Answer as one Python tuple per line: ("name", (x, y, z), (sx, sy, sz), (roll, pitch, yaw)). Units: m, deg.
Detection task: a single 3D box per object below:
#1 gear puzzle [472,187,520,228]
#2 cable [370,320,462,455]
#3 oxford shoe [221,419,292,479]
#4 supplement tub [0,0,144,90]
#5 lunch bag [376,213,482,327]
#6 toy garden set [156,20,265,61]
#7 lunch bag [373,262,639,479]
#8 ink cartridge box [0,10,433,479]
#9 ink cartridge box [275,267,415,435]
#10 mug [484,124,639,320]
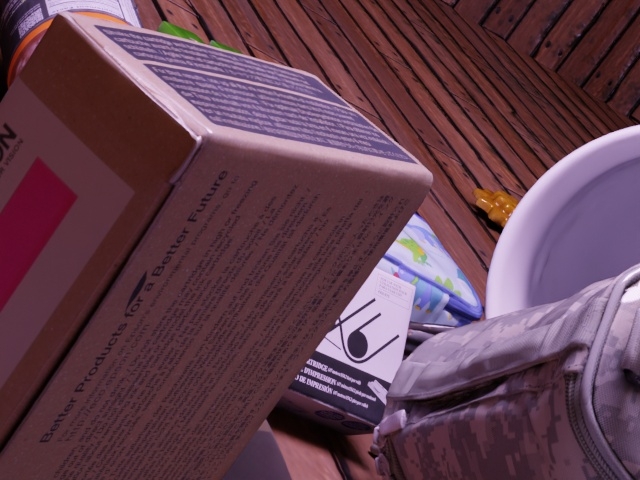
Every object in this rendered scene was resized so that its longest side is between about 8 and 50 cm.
("gear puzzle", (0.282, 0.047, 1.819), (0.339, 0.044, 0.175), (46, 18, 31))
("cable", (0.153, 0.099, 1.200), (0.287, 0.072, 0.139), (0, 20, -28))
("oxford shoe", (-0.085, 0.087, 0.901), (0.212, 0.076, 0.076), (50, -21, 13))
("supplement tub", (-0.169, -0.122, 1.250), (0.106, 0.106, 0.198), (28, 18, -26))
("lunch bag", (0.000, 0.000, 1.288), (0.219, 0.090, 0.176), (29, 14, -27))
("toy garden set", (-0.019, -0.092, 1.592), (0.244, 0.049, 0.204), (16, 23, -52))
("lunch bag", (0.188, 0.121, 0.961), (0.256, 0.212, 0.305), (30, -19, -10))
("ink cartridge box", (-0.085, 0.035, 0.732), (0.088, 0.234, 0.193), (43, 16, 24))
("ink cartridge box", (-0.039, 0.039, 1.067), (0.207, 0.097, 0.046), (25, -24, -34))
("mug", (0.318, 0.094, 1.410), (0.374, 0.276, 0.328), (62, 15, 8))
